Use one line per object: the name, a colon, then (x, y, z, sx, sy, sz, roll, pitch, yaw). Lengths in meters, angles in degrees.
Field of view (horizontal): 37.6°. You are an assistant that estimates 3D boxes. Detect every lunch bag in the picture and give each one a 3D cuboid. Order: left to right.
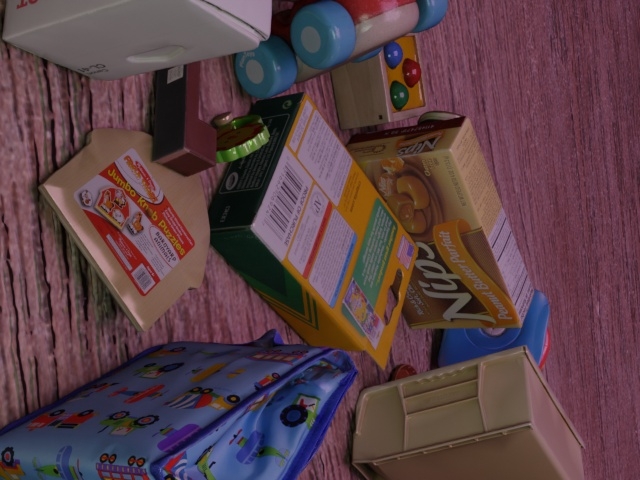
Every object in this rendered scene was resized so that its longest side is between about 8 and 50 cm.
lunch bag: (-0.119, 0.162, 0.864, 0.293, 0.221, 0.138, -43, 122, -49)

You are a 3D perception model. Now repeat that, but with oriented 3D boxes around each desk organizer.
desk organizer: (-0.142, -0.138, 0.997, 0.050, 0.047, 0.130, 27, 53, -48)

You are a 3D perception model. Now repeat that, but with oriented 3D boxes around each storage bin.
storage bin: (0.213, 0.299, 1.318, 0.262, 0.260, 0.123, 53, 28, -39)

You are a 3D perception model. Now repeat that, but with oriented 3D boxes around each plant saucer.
plant saucer: (0.125, 0.226, 1.405, 0.083, 0.013, 0.083, 10, 78, -56)

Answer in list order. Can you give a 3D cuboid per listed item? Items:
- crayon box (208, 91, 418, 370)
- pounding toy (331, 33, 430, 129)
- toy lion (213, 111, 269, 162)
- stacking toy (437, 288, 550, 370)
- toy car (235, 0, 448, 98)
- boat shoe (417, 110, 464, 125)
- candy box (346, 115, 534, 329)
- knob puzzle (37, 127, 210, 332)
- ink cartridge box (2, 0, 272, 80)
crayon box: (0.000, 0.000, 1.184, 0.323, 0.083, 0.203, 50, 48, -40)
pounding toy: (0.096, -0.275, 1.349, 0.181, 0.094, 0.206, -21, 104, -55)
toy lion: (-0.095, -0.114, 1.044, 0.100, 0.096, 0.034, -50, 127, -47)
stacking toy: (0.311, 0.221, 1.591, 0.302, 0.166, 0.175, 67, 34, -50)
toy car: (-0.008, -0.324, 1.127, 0.219, 0.210, 0.238, -30, 99, -41)
boat shoe: (0.170, -0.128, 1.386, 0.223, 0.080, 0.073, 108, -5, -79)
candy box: (0.168, -0.013, 1.345, 0.087, 0.183, 0.316, -57, 131, -41)
knob puzzle: (-0.182, -0.027, 0.955, 0.213, 0.030, 0.213, 28, 53, -44)
ink cartridge box: (-0.159, -0.323, 0.858, 0.131, 0.226, 0.306, 18, 70, -53)
